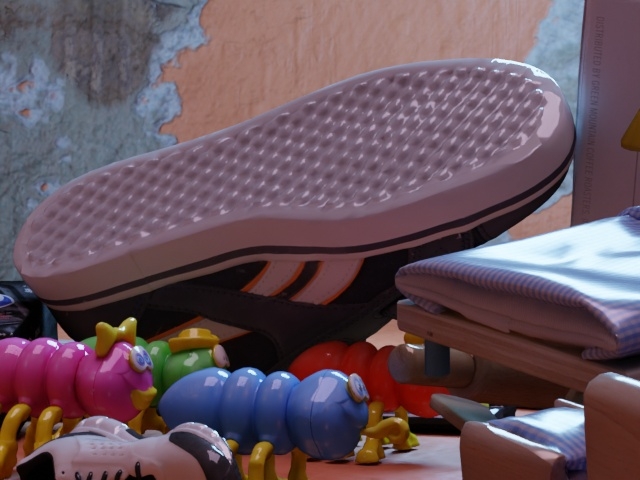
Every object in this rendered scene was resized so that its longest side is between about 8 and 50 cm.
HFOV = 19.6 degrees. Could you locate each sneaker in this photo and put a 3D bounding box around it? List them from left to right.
[{"bbox_3d":[-0.071,0.091,0.686,0.043,0.040,0.109,-20,11,-41],"label":"sneaker"},{"bbox_3d":[0.000,0.000,0.996,0.321,0.126,0.127,-13,-51,27],"label":"sneaker"}]

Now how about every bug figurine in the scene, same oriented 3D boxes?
[{"bbox_3d":[-0.044,0.070,0.856,0.216,0.072,0.279,1,0,15],"label":"bug figurine"}]

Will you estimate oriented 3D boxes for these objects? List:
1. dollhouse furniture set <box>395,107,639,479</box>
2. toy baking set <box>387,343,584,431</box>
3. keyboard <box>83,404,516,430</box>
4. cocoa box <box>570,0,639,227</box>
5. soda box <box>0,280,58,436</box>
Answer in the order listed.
[{"bbox_3d":[0.129,-0.030,0.626,0.286,0.198,0.303,-9,14,-32],"label":"dollhouse furniture set"},{"bbox_3d":[0.127,0.072,0.742,0.256,0.030,0.196,10,5,-38],"label":"toy baking set"},{"bbox_3d":[-0.035,0.092,1.154,0.317,0.033,0.201,2,0,6],"label":"keyboard"},{"bbox_3d":[0.296,-0.057,1.040,0.228,0.231,0.347,9,23,22],"label":"cocoa box"},{"bbox_3d":[-0.181,0.062,1.020,0.053,0.060,0.169,-1,8,-1],"label":"soda box"}]
